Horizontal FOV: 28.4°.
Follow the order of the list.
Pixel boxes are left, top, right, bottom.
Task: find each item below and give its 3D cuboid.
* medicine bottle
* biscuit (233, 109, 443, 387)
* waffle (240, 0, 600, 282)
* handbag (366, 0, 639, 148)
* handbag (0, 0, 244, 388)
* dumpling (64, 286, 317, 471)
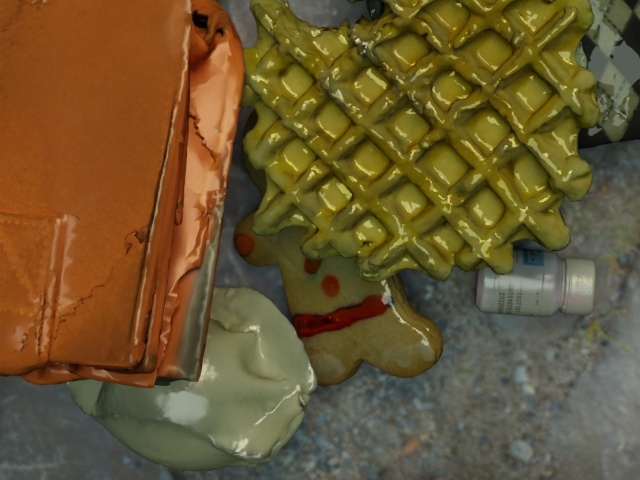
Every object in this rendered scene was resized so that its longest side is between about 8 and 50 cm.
[{"bbox_3d":[0.165,0.033,0.981,0.089,0.052,0.052,4,93,5],"label":"medicine bottle"},{"bbox_3d":[0.000,0.000,0.976,0.153,0.030,0.234,-13,96,31],"label":"biscuit"},{"bbox_3d":[0.061,-0.090,0.881,0.261,0.056,0.250,6,107,13],"label":"waffle"},{"bbox_3d":[0.227,-0.201,0.912,0.416,0.180,0.316,-5,95,12],"label":"handbag"},{"bbox_3d":[-0.268,-0.054,0.881,0.410,0.116,0.303,4,80,16],"label":"handbag"},{"bbox_3d":[-0.098,0.100,0.988,0.181,0.111,0.155,28,67,0],"label":"dumpling"}]
